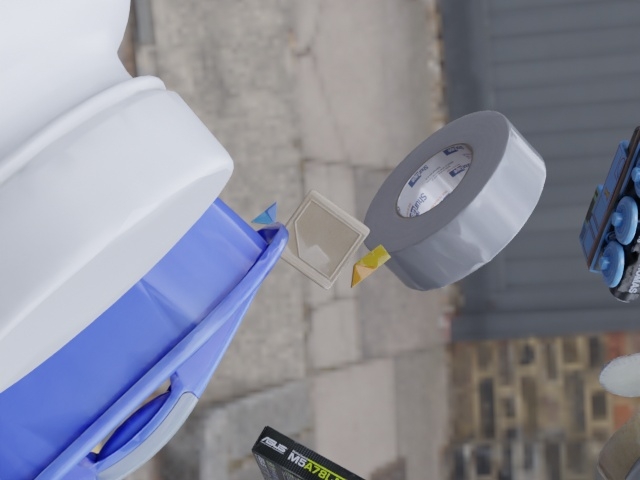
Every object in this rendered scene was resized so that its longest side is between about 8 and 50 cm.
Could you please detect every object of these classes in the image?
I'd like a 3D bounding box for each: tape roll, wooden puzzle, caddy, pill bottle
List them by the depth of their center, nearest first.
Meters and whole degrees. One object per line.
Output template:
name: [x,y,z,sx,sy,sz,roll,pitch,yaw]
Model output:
pill bottle: [-0.192,-0.104,0.611,0.334,0.188,0.188,49,19,3]
caddy: [-0.172,0.080,1.160,0.179,0.341,0.241,48,-10,-9]
wooden puzzle: [0.000,0.000,1.563,0.078,0.116,0.014,-48,180,-14]
tape roll: [0.153,-0.047,1.967,0.072,0.219,0.219,44,37,-23]

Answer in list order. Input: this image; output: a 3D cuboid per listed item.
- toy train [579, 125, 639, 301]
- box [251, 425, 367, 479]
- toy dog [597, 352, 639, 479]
toy train: [0.288,-0.034,1.504,0.105,0.080,0.184,-100,-161,-51]
box: [0.011,0.314,2.112,0.045,0.184,0.190,-60,163,-18]
toy dog: [0.242,0.139,1.065,0.161,0.220,0.333,-28,132,-25]
